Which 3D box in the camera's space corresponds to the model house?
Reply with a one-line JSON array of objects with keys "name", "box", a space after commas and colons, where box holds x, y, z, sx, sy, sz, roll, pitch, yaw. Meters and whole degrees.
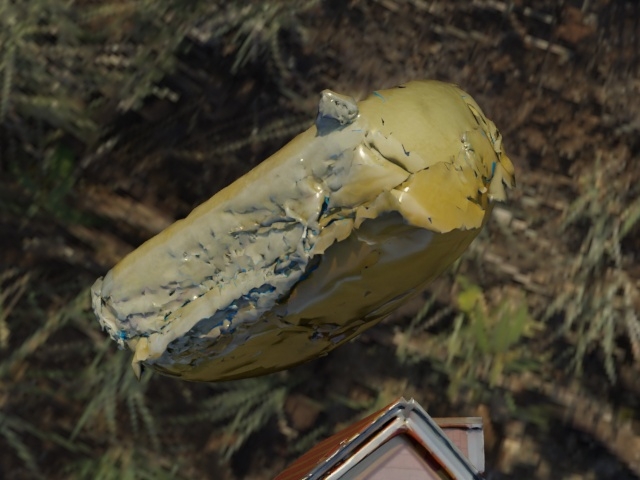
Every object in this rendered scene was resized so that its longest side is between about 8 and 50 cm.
[{"name": "model house", "box": [-0.014, 0.160, 0.785, 0.207, 0.154, 0.294, 6, 165, -10]}]

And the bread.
[{"name": "bread", "box": [0.000, 0.000, 0.420, 0.106, 0.072, 0.053, -31, 85, 27]}]
